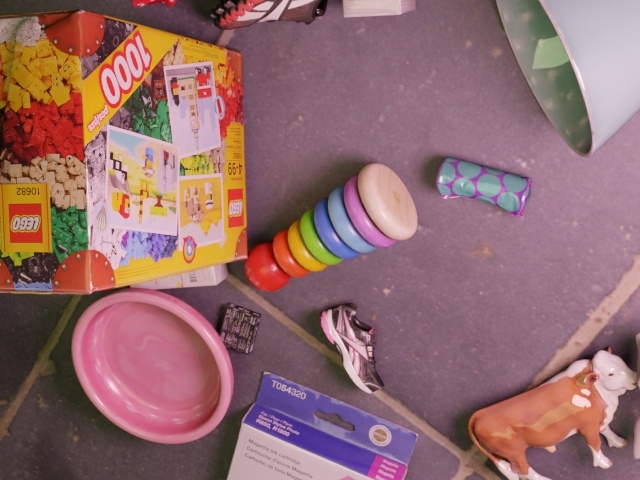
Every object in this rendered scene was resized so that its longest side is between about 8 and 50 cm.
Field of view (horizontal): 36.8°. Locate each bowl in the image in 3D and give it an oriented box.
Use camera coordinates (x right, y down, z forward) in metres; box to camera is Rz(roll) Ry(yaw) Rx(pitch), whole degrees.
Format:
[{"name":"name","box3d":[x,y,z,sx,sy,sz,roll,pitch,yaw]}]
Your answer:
[{"name":"bowl","box3d":[0.387,-0.293,1.380,0.163,0.311,0.311,-26,97,3]}]

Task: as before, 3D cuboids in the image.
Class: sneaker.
[{"name":"sneaker","box3d":[-0.066,-0.398,1.575,0.276,0.098,0.135,-20,138,42]},{"name":"sneaker","box3d":[0.072,0.192,1.734,0.077,0.072,0.178,-29,101,13]}]

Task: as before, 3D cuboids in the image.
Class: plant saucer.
[{"name":"plant saucer","box3d":[-0.313,0.232,1.848,0.332,0.084,0.332,8,117,16]}]

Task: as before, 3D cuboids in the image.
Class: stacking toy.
[{"name":"stacking toy","box3d":[0.000,0.000,1.669,0.330,0.141,0.141,-30,95,28]}]

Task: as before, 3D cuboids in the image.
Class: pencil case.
[{"name":"pencil case","box3d":[0.269,-0.087,1.582,0.151,0.064,0.070,15,95,14]}]

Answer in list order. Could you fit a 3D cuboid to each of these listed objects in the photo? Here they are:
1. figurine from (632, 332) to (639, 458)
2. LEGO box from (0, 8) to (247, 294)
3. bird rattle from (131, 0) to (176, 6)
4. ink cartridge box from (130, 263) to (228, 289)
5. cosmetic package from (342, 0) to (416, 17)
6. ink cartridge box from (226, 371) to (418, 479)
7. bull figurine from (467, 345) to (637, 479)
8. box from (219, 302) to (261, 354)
[{"name":"figurine","box3d":[0.586,0.243,1.526,0.215,0.092,0.209,-9,113,-14]},{"name":"LEGO box","box3d":[-0.303,-0.130,1.492,0.193,0.500,0.373,0,95,20]},{"name":"bird rattle","box3d":[-0.244,-0.513,1.620,0.253,0.143,0.207,-15,89,35]},{"name":"ink cartridge box","box3d":[-0.273,0.032,1.802,0.181,0.061,0.104,-4,104,19]},{"name":"cosmetic package","box3d":[0.091,-0.471,1.492,0.107,0.127,0.238,0,104,18]},{"name":"ink cartridge box","box3d":[-0.014,0.457,1.843,0.324,0.071,0.330,20,113,12]},{"name":"bull figurine","box3d":[0.410,0.305,1.634,0.310,0.101,0.188,-25,99,23]},{"name":"box","box3d":[-0.154,0.168,1.827,0.067,0.018,0.083,19,111,12]}]
